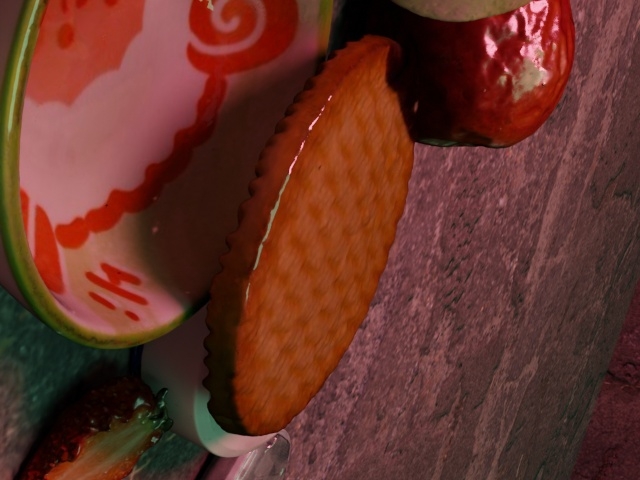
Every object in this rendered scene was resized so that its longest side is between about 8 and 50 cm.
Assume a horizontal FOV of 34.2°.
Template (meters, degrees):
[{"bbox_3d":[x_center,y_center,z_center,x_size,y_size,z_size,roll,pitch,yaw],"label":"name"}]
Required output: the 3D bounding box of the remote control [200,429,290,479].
[{"bbox_3d":[-0.107,0.287,1.015,0.247,0.052,0.104,-59,152,-15],"label":"remote control"}]

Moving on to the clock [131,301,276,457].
[{"bbox_3d":[-0.059,0.071,0.905,0.230,0.083,0.230,-38,139,-42],"label":"clock"}]

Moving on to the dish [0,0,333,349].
[{"bbox_3d":[-0.119,-0.108,0.616,0.324,0.124,0.324,-51,152,-41],"label":"dish"}]

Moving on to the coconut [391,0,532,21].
[{"bbox_3d":[0.098,-0.268,0.741,0.236,0.236,0.204,-35,129,-45],"label":"coconut"}]

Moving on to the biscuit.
[{"bbox_3d":[0.000,0.000,0.787,0.318,0.040,0.318,-55,156,-38],"label":"biscuit"}]

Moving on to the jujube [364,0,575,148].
[{"bbox_3d":[0.136,-0.208,0.924,0.190,0.190,0.255,13,90,-62],"label":"jujube"}]

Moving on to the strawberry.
[{"bbox_3d":[-0.180,0.161,0.799,0.152,0.048,0.104,-35,149,-20],"label":"strawberry"}]
